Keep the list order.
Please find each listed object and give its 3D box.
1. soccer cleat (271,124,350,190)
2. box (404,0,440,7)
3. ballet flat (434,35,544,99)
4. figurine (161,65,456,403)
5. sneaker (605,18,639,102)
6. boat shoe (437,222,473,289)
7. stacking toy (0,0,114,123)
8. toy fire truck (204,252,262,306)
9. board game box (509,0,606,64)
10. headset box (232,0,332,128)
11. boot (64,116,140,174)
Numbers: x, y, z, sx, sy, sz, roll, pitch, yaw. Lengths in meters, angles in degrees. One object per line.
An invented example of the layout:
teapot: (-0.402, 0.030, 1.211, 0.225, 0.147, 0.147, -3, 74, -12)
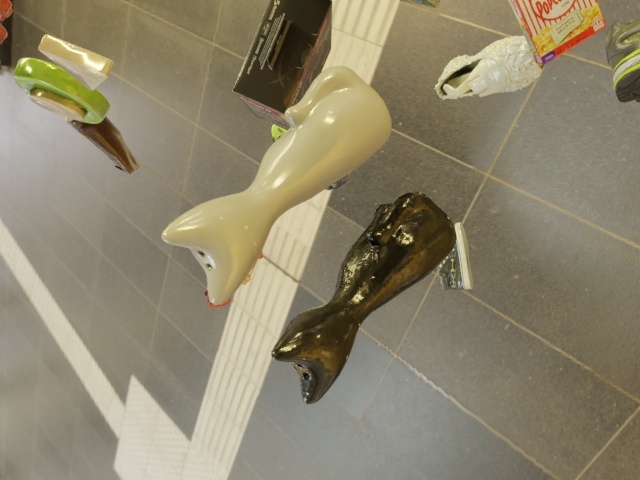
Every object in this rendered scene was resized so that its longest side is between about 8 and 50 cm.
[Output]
soccer cleat: (-0.029, -0.271, 1.410, 0.289, 0.121, 0.093, 41, 143, 7)
box: (0.006, -0.436, 0.571, 0.279, 0.290, 0.177, 25, 116, 23)
ballet flat: (0.446, -0.448, 1.254, 0.409, 0.147, 0.147, -138, 45, -74)
figurine: (0.000, 0.000, 0.387, 0.092, 0.209, 0.215, 6, 139, 54)
sneaker: (0.533, -0.304, 0.591, 0.299, 0.111, 0.121, -20, 67, 22)
boat shoe: (0.357, 0.046, 1.226, 0.083, 0.065, 0.183, -8, 91, 28)
stacking toy: (-0.436, -0.206, 0.589, 0.309, 0.279, 0.130, -2, 66, 61)
toy fire truck: (-0.235, 0.089, 1.224, 0.047, 0.135, 0.192, 43, 127, 55)
board game box: (0.515, -0.515, 0.998, 0.146, 0.045, 0.193, -31, 109, 15)
headset box: (-0.066, -0.352, 0.903, 0.110, 0.293, 0.218, 24, 97, -2)
boot: (-0.595, -0.279, 1.273, 0.090, 0.248, 0.207, -37, 107, -4)
